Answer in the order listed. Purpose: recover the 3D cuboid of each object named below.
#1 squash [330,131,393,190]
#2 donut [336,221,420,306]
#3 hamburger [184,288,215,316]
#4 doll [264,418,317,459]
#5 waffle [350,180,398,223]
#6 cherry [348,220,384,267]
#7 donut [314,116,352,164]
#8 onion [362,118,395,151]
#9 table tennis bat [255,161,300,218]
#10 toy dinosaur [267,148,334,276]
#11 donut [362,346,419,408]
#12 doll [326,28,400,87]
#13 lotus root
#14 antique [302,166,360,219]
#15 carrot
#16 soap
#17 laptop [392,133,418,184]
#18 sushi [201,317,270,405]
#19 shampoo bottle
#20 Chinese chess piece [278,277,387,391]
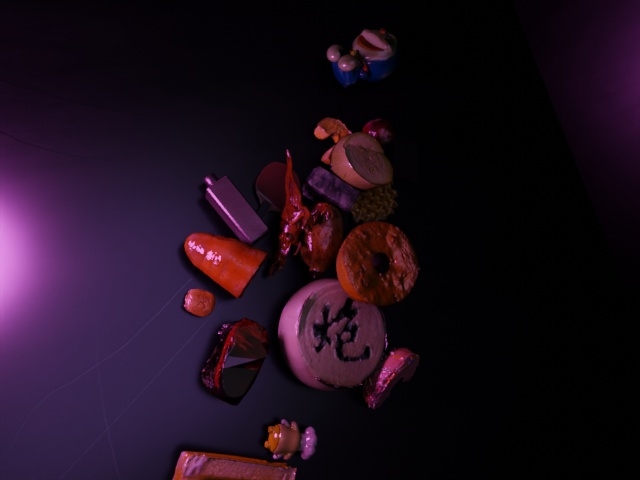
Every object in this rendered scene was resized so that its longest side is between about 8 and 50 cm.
[{"bbox_3d":[0.148,-0.281,1.437,0.220,0.133,0.220,4,82,-29],"label":"squash"},{"bbox_3d":[0.169,0.079,1.286,0.278,0.108,0.277,9,69,-24],"label":"donut"},{"bbox_3d":[-0.339,0.175,1.166,0.083,0.044,0.076,18,70,-28],"label":"hamburger"},{"bbox_3d":[-0.080,0.582,1.201,0.162,0.062,0.106,22,72,-23],"label":"doll"},{"bbox_3d":[0.177,-0.182,1.550,0.261,0.056,0.250,-19,89,-34],"label":"waffle"},{"bbox_3d":[0.180,0.015,1.454,0.176,0.140,0.176,2,68,-6],"label":"cherry"},{"bbox_3d":[0.053,-0.355,1.513,0.146,0.078,0.181,-12,79,-33],"label":"donut"},{"bbox_3d":[0.226,-0.406,1.600,0.131,0.131,0.131,8,74,-28],"label":"onion"},{"bbox_3d":[-0.160,-0.143,1.363,0.154,0.021,0.274,41,60,-20],"label":"table tennis bat"},{"bbox_3d":[-0.064,-0.092,1.293,0.097,0.208,0.432,25,72,-43],"label":"toy dinosaur"},{"bbox_3d":[0.232,0.437,1.363,0.233,0.199,0.085,-25,50,-34],"label":"donut"},{"bbox_3d":[0.176,-0.705,1.612,0.322,0.186,0.198,-27,60,-16],"label":"doll"},{"bbox_3d":[0.000,0.000,1.359,0.145,0.128,0.260,10,75,-15],"label":"lotus root"},{"bbox_3d":[0.031,-0.165,1.418,0.183,0.088,0.086,33,63,-1],"label":"antique"},{"bbox_3d":[-0.282,0.054,1.189,0.225,0.159,0.159,28,64,-6],"label":"carrot"},{"bbox_3d":[-0.232,0.669,1.076,0.315,0.091,0.199,21,67,-24],"label":"soap"},{"bbox_3d":[0.349,-0.337,1.714,0.135,0.016,0.197,14,69,-25],"label":"laptop"},{"bbox_3d":[-0.232,0.333,1.145,0.136,0.126,0.225,28,60,-20],"label":"sushi"},{"bbox_3d":[-0.261,-0.096,1.243,0.079,0.080,0.246,-39,90,-25],"label":"shampoo bottle"},{"bbox_3d":[0.041,0.291,1.297,0.349,0.146,0.349,8,73,-29],"label":"Chinese chess piece"}]
